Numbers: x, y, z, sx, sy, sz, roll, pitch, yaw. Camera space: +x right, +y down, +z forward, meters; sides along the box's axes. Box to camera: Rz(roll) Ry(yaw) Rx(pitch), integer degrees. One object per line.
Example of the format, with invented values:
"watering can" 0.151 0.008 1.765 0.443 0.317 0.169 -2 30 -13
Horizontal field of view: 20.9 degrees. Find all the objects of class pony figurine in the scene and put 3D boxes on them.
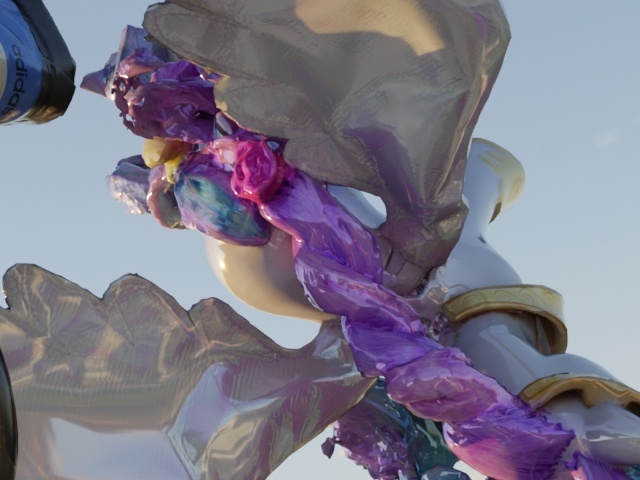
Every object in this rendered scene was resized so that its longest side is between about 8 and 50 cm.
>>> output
"pony figurine" 0.000 0.000 0.746 0.351 0.363 0.303 26 -77 -20

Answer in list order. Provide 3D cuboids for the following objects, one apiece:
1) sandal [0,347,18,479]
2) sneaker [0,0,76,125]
"sandal" -0.154 0.030 0.526 0.090 0.219 0.060 -59 -39 -4
"sneaker" -0.162 -0.087 0.676 0.084 0.152 0.058 0 -64 -63
